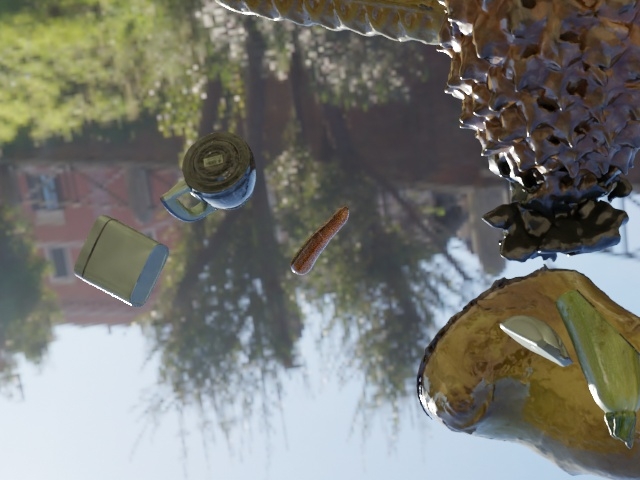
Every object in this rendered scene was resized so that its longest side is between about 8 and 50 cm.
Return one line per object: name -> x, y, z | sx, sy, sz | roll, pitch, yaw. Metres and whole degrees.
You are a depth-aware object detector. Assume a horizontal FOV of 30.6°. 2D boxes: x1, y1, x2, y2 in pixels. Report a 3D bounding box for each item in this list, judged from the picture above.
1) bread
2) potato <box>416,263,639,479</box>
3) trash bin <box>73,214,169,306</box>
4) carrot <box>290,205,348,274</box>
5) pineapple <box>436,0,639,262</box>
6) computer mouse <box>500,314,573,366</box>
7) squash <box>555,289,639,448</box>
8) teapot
bread -> 0.025, -0.306, 1.454 | 0.367, 0.084, 0.077 | 13, -142, 19
potato -> 0.388, 0.222, 1.691 | 0.397, 0.290, 0.296 | 7, -161, -29
trash bin -> -0.333, 0.034, 1.950 | 0.130, 0.116, 0.059 | 25, -178, 26
carrot -> 0.000, 0.000, 1.927 | 0.037, 0.037, 0.190 | -18, 159, -37
pineapple -> 0.207, -0.102, 1.005 | 0.223, 0.357, 0.223 | -1, -143, 1
computer mouse -> 0.242, 0.105, 1.276 | 0.032, 0.056, 0.110 | -55, -155, -3
squash -> 0.361, 0.154, 1.438 | 0.075, 0.200, 0.090 | -17, 160, -2
teapot -> -0.157, -0.083, 1.797 | 0.111, 0.108, 0.149 | 24, -109, 26
